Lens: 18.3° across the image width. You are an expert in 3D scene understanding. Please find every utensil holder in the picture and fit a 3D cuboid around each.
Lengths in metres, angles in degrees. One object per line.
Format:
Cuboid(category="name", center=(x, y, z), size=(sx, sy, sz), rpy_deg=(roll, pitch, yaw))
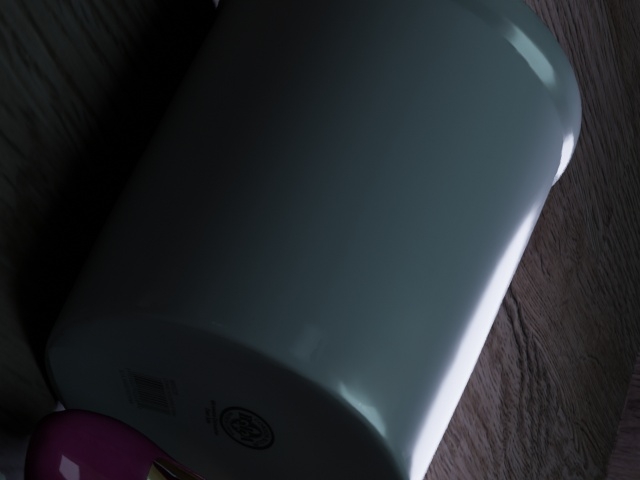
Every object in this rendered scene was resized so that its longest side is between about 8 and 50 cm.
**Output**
Cuboid(category="utensil holder", center=(0.000, 0.000, 1.584), size=(0.328, 0.327, 0.385), rpy_deg=(74, 34, -51))

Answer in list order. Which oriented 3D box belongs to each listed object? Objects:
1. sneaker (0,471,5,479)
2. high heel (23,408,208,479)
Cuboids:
Cuboid(category="sneaker", center=(-0.313, 0.224, 1.090), size=(0.366, 0.135, 0.150), rpy_deg=(-25, 131, -56))
Cuboid(category="high heel", center=(-0.075, 0.225, 1.474), size=(0.377, 0.181, 0.127), rpy_deg=(50, 50, -57))
